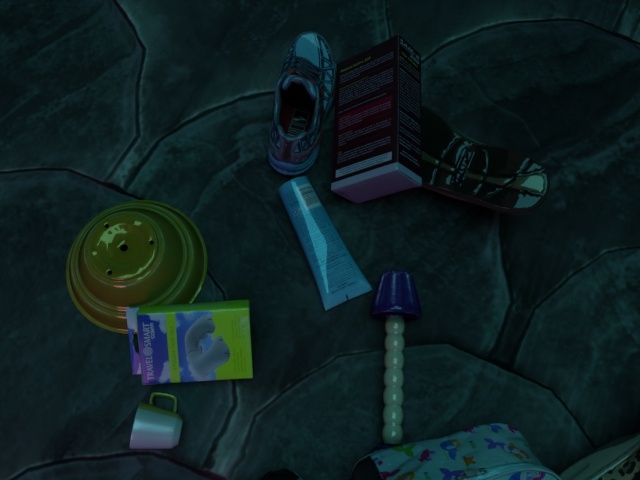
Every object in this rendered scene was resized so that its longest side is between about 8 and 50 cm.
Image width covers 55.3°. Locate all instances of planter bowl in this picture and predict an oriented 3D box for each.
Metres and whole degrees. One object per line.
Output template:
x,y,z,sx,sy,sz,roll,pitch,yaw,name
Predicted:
-0.282,0.023,0.907,0.217,0.090,0.217,1,71,-3,planter bowl

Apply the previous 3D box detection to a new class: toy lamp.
0.108,0.180,0.878,0.080,0.080,0.275,2,72,-2,toy lamp

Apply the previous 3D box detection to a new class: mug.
-0.223,0.253,0.847,0.064,0.062,0.078,11,77,-7,mug

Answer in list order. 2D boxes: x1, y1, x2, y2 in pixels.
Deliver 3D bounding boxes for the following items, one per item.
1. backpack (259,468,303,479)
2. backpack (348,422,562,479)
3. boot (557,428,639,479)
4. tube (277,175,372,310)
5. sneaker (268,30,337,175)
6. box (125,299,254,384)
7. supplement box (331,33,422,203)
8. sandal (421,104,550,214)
-0.045,0.406,0.750,0.188,0.144,0.166,45,95,6,backpack
0.181,0.353,0.748,0.253,0.191,0.225,-15,110,-14,backpack
0.485,0.327,0.705,0.377,0.138,0.284,-31,31,5,boot
0.000,0.000,0.954,0.080,0.052,0.207,-25,79,-6,tube
-0.022,-0.242,0.993,0.104,0.125,0.262,7,71,-1,sneaker
-0.187,0.145,0.873,0.178,0.042,0.109,-3,100,-4,box
0.090,-0.191,0.976,0.130,0.073,0.240,-13,65,39,supplement box
0.216,-0.119,0.979,0.302,0.086,0.120,32,94,24,sandal
